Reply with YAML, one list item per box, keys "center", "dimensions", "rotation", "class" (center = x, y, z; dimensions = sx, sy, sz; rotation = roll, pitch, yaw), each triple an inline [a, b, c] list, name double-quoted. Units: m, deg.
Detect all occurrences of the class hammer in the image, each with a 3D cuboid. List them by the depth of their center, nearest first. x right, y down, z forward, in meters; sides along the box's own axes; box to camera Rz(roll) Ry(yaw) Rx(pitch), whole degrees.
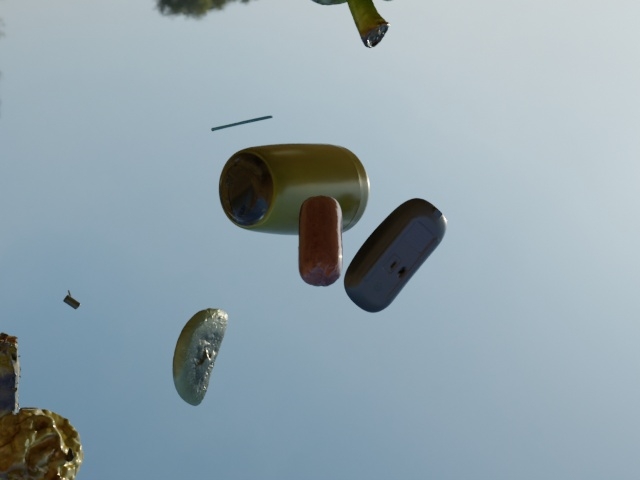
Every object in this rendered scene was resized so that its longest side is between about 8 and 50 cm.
- center: [-0.589, 0.132, 1.916]
  dimensions: [0.019, 0.035, 0.110]
  rotation: [-52, -156, -3]
  class: "hammer"

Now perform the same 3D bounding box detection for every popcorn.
- center: [-0.493, 0.369, 1.390]
  dimensions: [0.170, 0.180, 0.180]
  rotation: [-32, -170, 35]
  class: "popcorn"

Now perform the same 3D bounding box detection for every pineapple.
- center: [-0.632, 0.259, 1.601]
  dimensions: [0.080, 0.233, 0.135]
  rotation: [2, -151, -16]
  class: "pineapple"

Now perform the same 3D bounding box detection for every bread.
- center: [-0.232, 0.211, 1.543]
  dimensions: [0.036, 0.112, 0.192]
  rotation: [6, -110, 29]
  class: "bread"

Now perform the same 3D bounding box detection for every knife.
- center: [-0.112, -0.168, 1.167]
  dimensions: [0.091, 0.005, 0.014]
  rotation: [-14, -179, -6]
  class: "knife"

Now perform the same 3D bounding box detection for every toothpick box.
- center: [-0.052, -0.092, 1.466]
  dimensions: [0.175, 0.174, 0.271]
  rotation: [10, -172, 38]
  class: "toothpick box"

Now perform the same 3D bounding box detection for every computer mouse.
- center: [0.136, 0.027, 1.500]
  dimensions: [0.232, 0.120, 0.057]
  rotation: [-52, -152, -2]
  class: "computer mouse"

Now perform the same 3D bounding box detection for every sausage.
- center: [0.000, 0.000, 1.129]
  dimensions: [0.062, 0.062, 0.154]
  rotation: [-8, -137, 7]
  class: "sausage"

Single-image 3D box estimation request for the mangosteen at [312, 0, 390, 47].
- center: [0.026, -0.278, 0.747]
  dimensions: [0.156, 0.181, 0.146]
  rotation: [-9, -152, -22]
  class: "mangosteen"
